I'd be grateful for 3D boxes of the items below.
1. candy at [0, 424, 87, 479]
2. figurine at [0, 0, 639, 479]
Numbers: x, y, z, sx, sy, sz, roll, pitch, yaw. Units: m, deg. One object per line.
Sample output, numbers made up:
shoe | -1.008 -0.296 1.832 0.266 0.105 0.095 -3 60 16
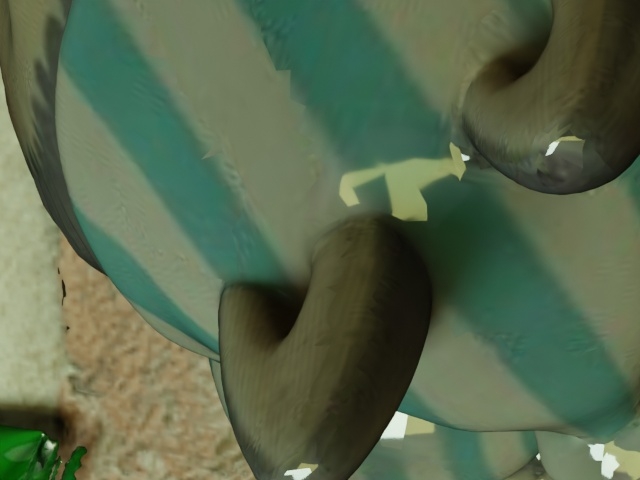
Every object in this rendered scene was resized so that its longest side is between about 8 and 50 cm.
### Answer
candy | -0.229 0.123 0.871 0.203 0.078 0.141 17 131 -10
figurine | 0.000 0.000 0.586 0.266 0.377 0.361 -3 114 14
